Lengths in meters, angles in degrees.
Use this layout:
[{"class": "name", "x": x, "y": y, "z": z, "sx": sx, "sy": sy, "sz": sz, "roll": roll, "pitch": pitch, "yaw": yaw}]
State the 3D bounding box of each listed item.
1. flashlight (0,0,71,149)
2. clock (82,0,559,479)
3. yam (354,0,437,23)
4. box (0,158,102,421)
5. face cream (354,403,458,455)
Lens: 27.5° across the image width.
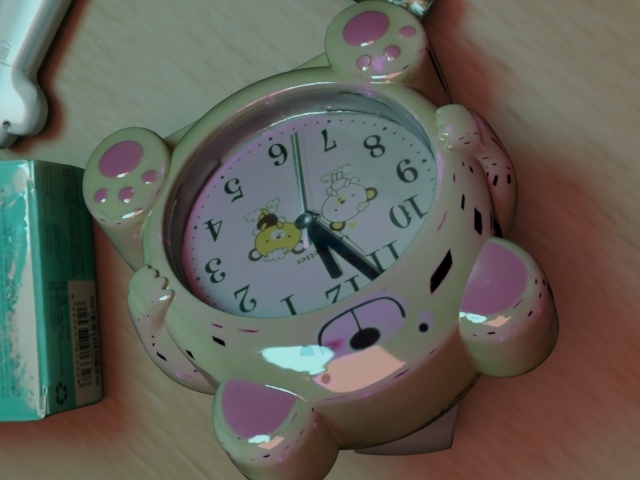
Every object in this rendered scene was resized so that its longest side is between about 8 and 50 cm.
[{"class": "flashlight", "x": -0.245, "y": -0.174, "z": 1.077, "sx": 0.093, "sy": 0.047, "sz": 0.200, "roll": 22, "pitch": 92, "yaw": 13}, {"class": "clock", "x": 0.000, "y": 0.000, "z": 0.905, "sx": 0.284, "sy": 0.114, "sz": 0.309, "roll": -27, "pitch": 50, "yaw": -1}, {"class": "yam", "x": 0.032, "y": -0.208, "z": 1.003, "sx": 0.132, "sy": 0.054, "sz": 0.054, "roll": 36, "pitch": 98, "yaw": 11}, {"class": "box", "x": -0.341, "y": 0.047, "z": 1.060, "sx": 0.311, "sy": 0.118, "sz": 0.205, "roll": -5, "pitch": 86, "yaw": 14}, {"class": "face cream", "x": 0.052, "y": 0.101, "z": 0.962, "sx": 0.104, "sy": 0.117, "sz": 0.117, "roll": 9, "pitch": 91, "yaw": 6}]
